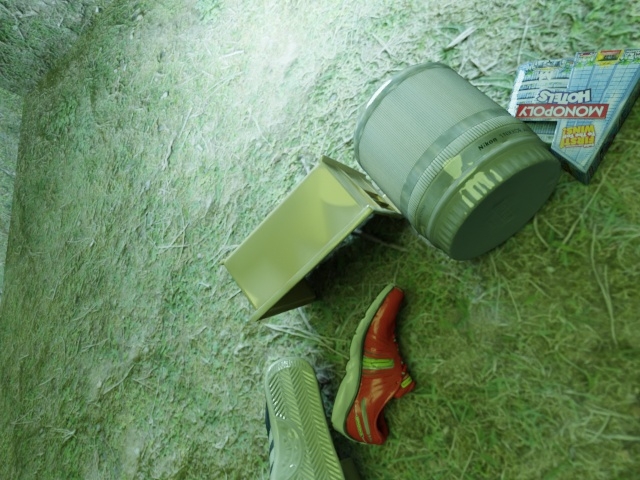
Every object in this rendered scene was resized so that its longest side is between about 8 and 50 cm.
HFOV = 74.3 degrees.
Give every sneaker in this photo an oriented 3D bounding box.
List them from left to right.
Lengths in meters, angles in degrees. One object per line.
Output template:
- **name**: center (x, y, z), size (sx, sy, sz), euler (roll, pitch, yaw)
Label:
- **sneaker**: center (-0.028, 0.388, 0.726), size (0.131, 0.148, 0.350), euler (-4, 52, -4)
- **sneaker**: center (0.112, 0.215, 0.736), size (0.118, 0.107, 0.279), euler (16, 91, 21)

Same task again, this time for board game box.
- **board game box**: center (0.386, -0.192, 0.666), size (0.194, 0.060, 0.194), euler (13, 84, 37)

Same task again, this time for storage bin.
- **storage bin**: center (0.000, 0.000, 0.766), size (0.262, 0.260, 0.123), euler (-45, 73, 17)

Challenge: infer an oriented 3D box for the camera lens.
- **camera lens**: center (0.200, -0.132, 0.680), size (0.219, 0.219, 0.274), euler (-45, 56, 17)

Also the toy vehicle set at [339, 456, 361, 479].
- **toy vehicle set**: center (-0.014, 0.532, 0.755), size (0.267, 0.035, 0.166), euler (-40, 57, 19)
